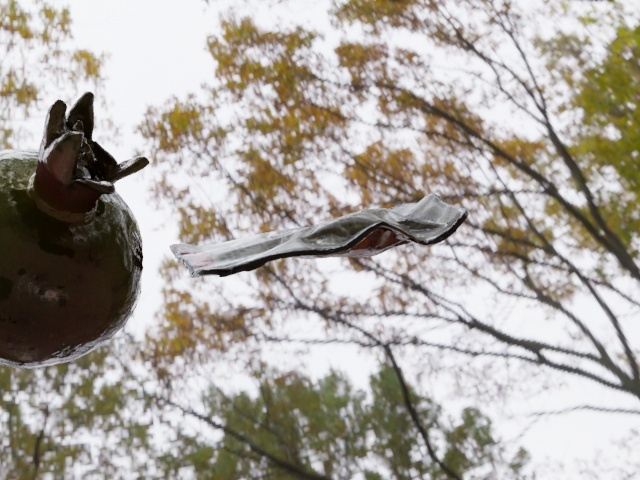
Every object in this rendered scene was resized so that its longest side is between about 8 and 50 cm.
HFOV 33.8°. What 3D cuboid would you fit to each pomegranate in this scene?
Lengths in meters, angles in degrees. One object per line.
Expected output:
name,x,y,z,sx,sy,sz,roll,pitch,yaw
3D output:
pomegranate,-0.146,-0.002,0.575,0.159,0.129,0.129,-35,-52,14

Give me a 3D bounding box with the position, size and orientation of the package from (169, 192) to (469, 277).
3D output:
package,0.000,0.000,0.861,0.232,0.166,0.040,-13,-81,-16
